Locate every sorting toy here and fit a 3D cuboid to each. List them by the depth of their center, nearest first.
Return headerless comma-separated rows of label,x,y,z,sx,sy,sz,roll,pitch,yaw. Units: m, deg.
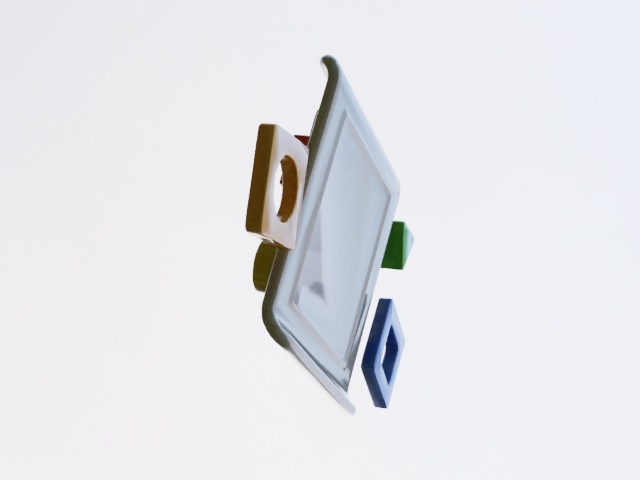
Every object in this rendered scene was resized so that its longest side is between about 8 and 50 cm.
sorting toy,0.000,0.000,0.925,0.047,0.347,0.196,5,-111,18
